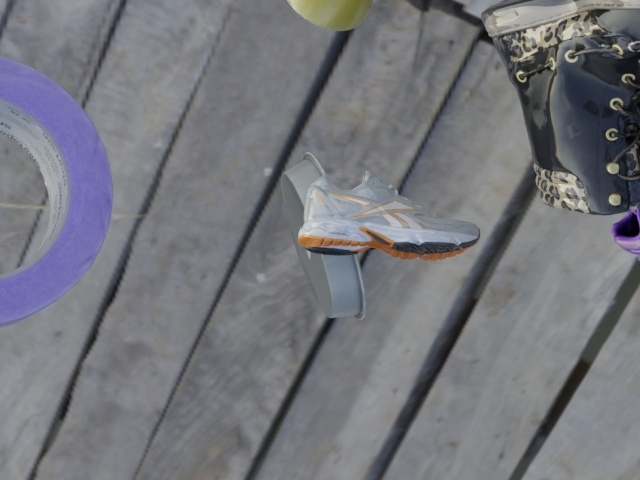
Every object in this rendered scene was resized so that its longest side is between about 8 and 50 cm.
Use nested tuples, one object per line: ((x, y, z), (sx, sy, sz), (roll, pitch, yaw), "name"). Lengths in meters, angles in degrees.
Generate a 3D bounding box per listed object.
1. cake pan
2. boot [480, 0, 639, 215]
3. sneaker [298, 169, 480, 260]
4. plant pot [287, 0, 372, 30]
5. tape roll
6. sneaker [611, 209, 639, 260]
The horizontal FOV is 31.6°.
((0.000, 0.000, 1.872), (0.054, 0.293, 0.293), (-18, 87, -9), "cake pan")
((0.378, -0.180, 1.384), (0.377, 0.138, 0.284), (3, 115, 48), "boot")
((0.102, -0.041, 1.620), (0.263, 0.099, 0.121), (5, 74, -8), "sneaker")
((0.024, -0.373, 1.568), (0.134, 0.134, 0.095), (51, 143, 12), "plant pot")
((-0.247, -0.031, 0.796), (0.080, 0.189, 0.188), (-22, 84, 67), "tape roll")
((0.510, -0.060, 1.662), (0.105, 0.095, 0.236), (21, 124, -11), "sneaker")
